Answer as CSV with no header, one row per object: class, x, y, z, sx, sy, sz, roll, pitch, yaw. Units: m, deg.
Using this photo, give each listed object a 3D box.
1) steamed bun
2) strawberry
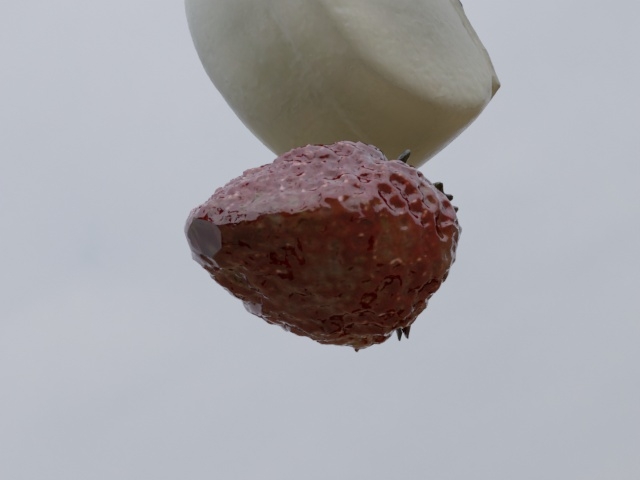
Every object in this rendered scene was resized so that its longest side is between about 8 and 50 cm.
steamed bun,0.005,-0.158,1.284,0.164,0.241,0.146,-11,-25,-49
strawberry,0.005,0.005,0.954,0.148,0.131,0.131,-21,-26,-47
